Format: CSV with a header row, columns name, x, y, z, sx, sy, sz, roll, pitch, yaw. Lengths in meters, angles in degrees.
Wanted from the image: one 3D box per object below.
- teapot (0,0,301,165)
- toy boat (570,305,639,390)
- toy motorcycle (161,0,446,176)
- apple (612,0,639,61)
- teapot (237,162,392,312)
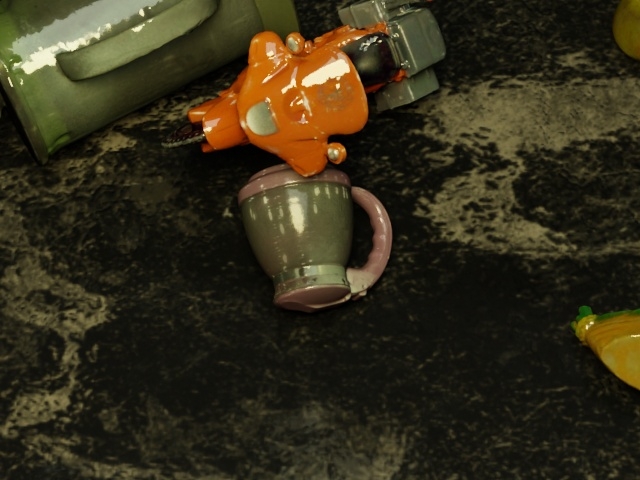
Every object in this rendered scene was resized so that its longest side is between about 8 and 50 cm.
name,x,y,z,sx,sy,sz,roll,pitch,yaw
teapot,-0.203,-0.215,1.880,0.337,0.270,0.200,-28,107,-9
toy boat,0.358,0.110,1.791,0.229,0.089,0.088,11,25,8
toy motorcycle,0.006,-0.162,1.837,0.326,0.221,0.147,-30,105,-39
apple,0.357,-0.235,1.961,0.090,0.074,0.089,-10,45,11
teapot,-0.009,0.002,1.850,0.116,0.148,0.146,-19,73,33
